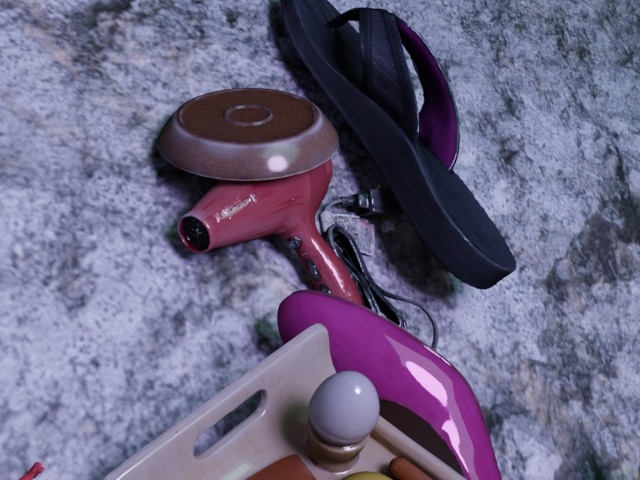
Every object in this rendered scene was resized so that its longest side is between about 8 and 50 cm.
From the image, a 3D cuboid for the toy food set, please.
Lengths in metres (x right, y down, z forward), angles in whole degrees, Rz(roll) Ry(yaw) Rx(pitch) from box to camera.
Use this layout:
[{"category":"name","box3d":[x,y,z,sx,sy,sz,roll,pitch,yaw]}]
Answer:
[{"category":"toy food set","box3d":[0.044,0.192,0.567,0.306,0.092,0.220,33,44,25]}]

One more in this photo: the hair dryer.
[{"category":"hair dryer","box3d":[0.000,0.000,0.842,0.294,0.080,0.223,14,49,-35]}]

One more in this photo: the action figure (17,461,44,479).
[{"category":"action figure","box3d":[-0.214,0.175,0.547,0.115,0.030,0.038,-26,83,-48]}]

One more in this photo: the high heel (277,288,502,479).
[{"category":"high heel","box3d":[0.073,0.212,0.715,0.377,0.127,0.181,44,46,1]}]

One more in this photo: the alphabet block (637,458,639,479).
[{"category":"alphabet block","box3d":[0.394,0.308,0.818,0.193,0.192,0.197,-59,139,-51]}]

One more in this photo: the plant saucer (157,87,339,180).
[{"category":"plant saucer","box3d":[-0.066,-0.105,0.828,0.168,0.029,0.168,2,32,-1]}]

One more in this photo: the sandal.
[{"category":"sandal","box3d":[0.101,-0.149,1.000,0.167,0.107,0.445,11,42,-55]}]
